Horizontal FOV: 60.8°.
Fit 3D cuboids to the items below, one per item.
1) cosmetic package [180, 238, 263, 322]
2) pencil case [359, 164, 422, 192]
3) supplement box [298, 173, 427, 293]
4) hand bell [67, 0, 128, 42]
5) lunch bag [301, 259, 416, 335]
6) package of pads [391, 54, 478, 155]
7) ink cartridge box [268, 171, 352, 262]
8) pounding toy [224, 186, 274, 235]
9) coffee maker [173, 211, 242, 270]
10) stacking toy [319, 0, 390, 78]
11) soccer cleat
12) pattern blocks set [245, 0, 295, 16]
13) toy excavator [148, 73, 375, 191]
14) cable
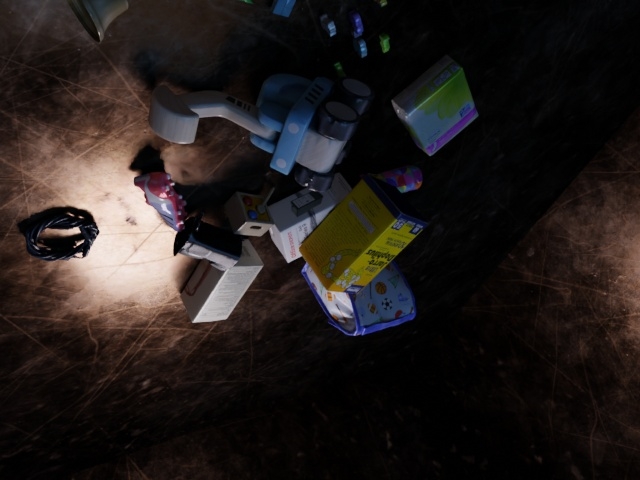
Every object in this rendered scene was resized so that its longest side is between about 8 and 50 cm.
[{"bbox_3d":[-0.344,0.138,1.877,0.153,0.129,0.296,1,135,-46],"label":"cosmetic package"},{"bbox_3d":[0.253,-0.211,1.969,0.237,0.104,0.104,-15,145,-29],"label":"pencil case"},{"bbox_3d":[0.138,-0.012,1.806,0.356,0.195,0.194,-47,148,20],"label":"supplement box"},{"bbox_3d":[-0.345,-0.484,1.027,0.242,0.126,0.126,-36,152,-19],"label":"hand bell"},{"bbox_3d":[0.161,0.193,2.179,0.328,0.385,0.238,-9,142,-36],"label":"lunch bag"},{"bbox_3d":[0.373,-0.425,1.767,0.229,0.101,0.296,-39,149,8],"label":"package of pads"},{"bbox_3d":[-0.027,-0.074,1.873,0.289,0.121,0.211,-27,150,-11],"label":"ink cartridge box"},{"bbox_3d":[-0.204,-0.095,1.689,0.141,0.130,0.100,5,145,-47],"label":"pounding toy"},{"bbox_3d":[-0.326,0.010,1.634,0.178,0.120,0.171,22,157,-31],"label":"coffee maker"},{"bbox_3d":[0.100,-0.529,1.408,0.167,0.052,0.221,-31,150,-3],"label":"stacking toy"},{"bbox_3d":[-0.435,-0.105,1.508,0.095,0.082,0.248,0,151,1],"label":"soccer cleat"},{"bbox_3d":[-0.068,-0.631,1.124,0.286,0.026,0.324,6,132,-47],"label":"pattern blocks set"},{"bbox_3d":[-0.140,-0.305,1.368,0.432,0.446,0.222,-63,178,-49],"label":"toy excavator"},{"bbox_3d":[-0.676,-0.006,1.435,0.150,0.047,0.185,-45,147,19],"label":"cable"}]
